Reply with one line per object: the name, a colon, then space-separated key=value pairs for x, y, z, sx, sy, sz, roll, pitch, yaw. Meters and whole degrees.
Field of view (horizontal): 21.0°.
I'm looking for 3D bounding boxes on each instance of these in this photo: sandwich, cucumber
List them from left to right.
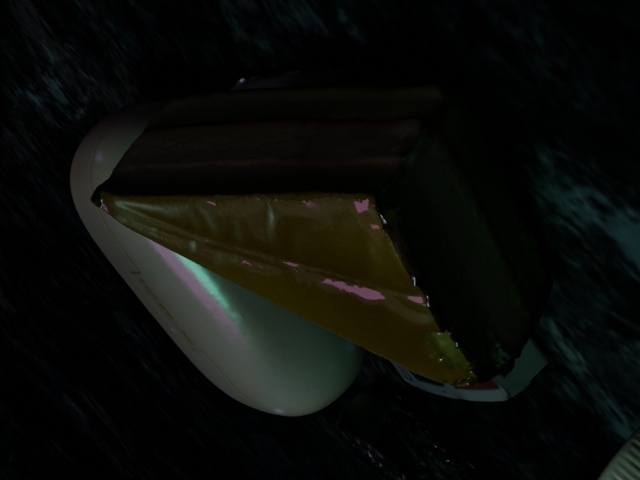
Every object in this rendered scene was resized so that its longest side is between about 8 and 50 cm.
sandwich: x=0.000 y=0.000 z=0.732 sx=0.163 sy=0.079 sz=0.113 roll=1 pitch=133 yaw=39
cucumber: x=0.110 y=0.169 z=0.980 sx=0.256 sy=0.043 sz=0.044 roll=38 pitch=165 yaw=28

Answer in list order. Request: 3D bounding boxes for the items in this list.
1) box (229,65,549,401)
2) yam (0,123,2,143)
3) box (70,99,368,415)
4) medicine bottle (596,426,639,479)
box: x=0.024 y=-0.003 z=0.826 sx=0.177 sy=0.036 sz=0.115 roll=53 pitch=161 yaw=-15
yam: x=-0.264 y=-0.127 z=1.203 sx=0.317 sy=0.067 sz=0.071 roll=105 pitch=151 yaw=-71
box: x=-0.056 y=0.011 z=0.959 sx=0.200 sy=0.088 sz=0.146 roll=52 pitch=162 yaw=-15
medicine bottle: x=0.204 y=0.155 z=0.596 sx=0.252 sy=0.114 sz=0.114 roll=39 pitch=161 yaw=26
